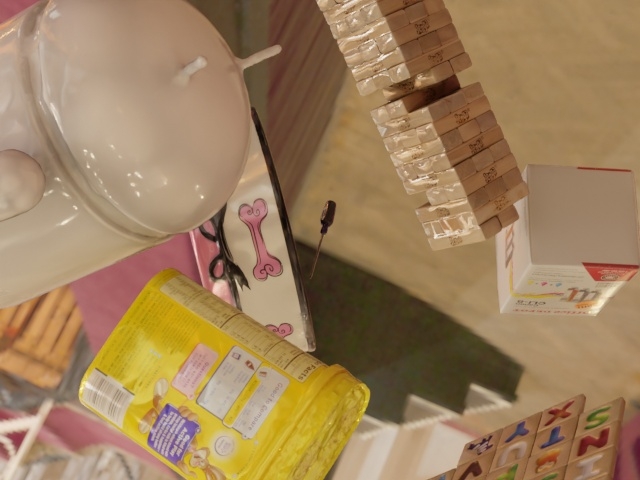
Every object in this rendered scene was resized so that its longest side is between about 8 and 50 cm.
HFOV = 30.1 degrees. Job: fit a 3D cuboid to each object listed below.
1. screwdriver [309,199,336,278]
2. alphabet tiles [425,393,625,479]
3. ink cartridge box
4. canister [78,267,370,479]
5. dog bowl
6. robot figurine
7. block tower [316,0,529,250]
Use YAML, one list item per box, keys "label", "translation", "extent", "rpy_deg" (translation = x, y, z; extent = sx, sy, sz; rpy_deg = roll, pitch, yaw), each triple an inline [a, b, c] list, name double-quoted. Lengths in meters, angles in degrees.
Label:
- label: "screwdriver"
  translation: [0.000, 0.000, 2.044]
  extent: [0.024, 0.170, 0.025]
  rpy_deg: [25, 147, -11]
- label: "alphabet tiles"
  translation: [0.200, 0.281, 1.319]
  extent: [0.285, 0.342, 0.011]
  rpy_deg: [-28, 99, 26]
- label: "ink cartridge box"
  translation: [0.287, 0.005, 1.409]
  extent: [0.128, 0.127, 0.176]
  rpy_deg: [2, 159, -3]
- label: "canister"
  translation: [-0.069, 0.109, 0.830]
  extent: [0.170, 0.126, 0.073]
  rpy_deg: [31, 171, 22]
- label: "dog bowl"
  translation: [-0.128, -0.001, 1.919]
  extent: [0.150, 0.408, 0.408]
  rpy_deg: [-15, 162, -4]
- label: "robot figurine"
  translation: [-0.199, -0.073, 0.911]
  extent: [0.353, 0.300, 0.200]
  rpy_deg: [-22, 106, 26]
- label: "block tower"
  translation: [0.107, -0.162, 1.274]
  extent: [0.097, 0.091, 0.336]
  rpy_deg: [-14, 103, 54]
